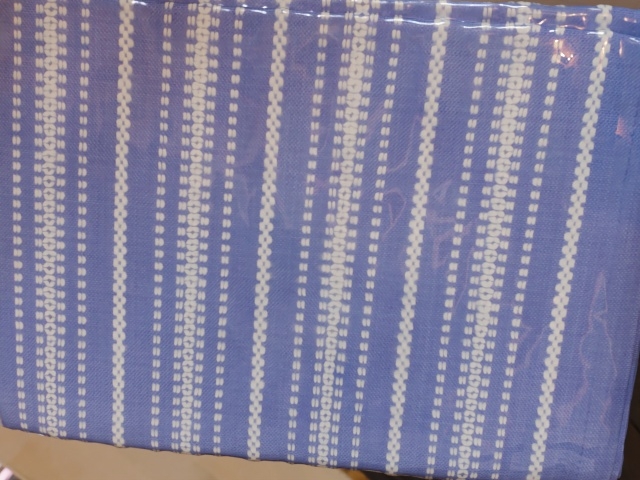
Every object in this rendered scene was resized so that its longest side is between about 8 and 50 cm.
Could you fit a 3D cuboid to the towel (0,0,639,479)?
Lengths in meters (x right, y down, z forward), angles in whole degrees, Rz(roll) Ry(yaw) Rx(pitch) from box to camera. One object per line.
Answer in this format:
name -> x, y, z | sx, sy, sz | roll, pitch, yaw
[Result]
towel -> 0.000, 0.000, 0.410 | 0.040, 0.336, 0.243 | -69, -16, -76
